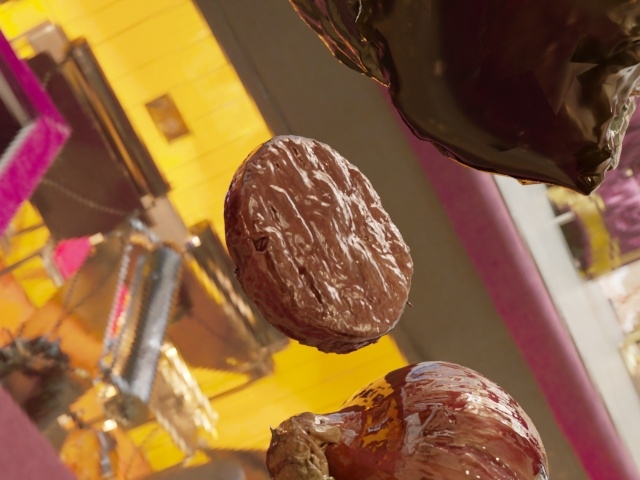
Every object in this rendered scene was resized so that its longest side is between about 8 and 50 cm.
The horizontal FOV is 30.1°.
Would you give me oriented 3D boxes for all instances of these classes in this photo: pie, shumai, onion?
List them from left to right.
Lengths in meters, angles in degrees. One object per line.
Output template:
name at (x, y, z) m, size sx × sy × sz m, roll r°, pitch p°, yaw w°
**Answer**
pie at (0.000, 0.000, 0.914) m, size 0.182 × 0.049 × 0.182 m, roll 26°, pitch 47°, yaw -33°
onion at (0.104, 0.313, 1.322) m, size 0.353 × 0.353 × 0.353 m, roll 58°, pitch 16°, yaw -28°
shumai at (0.129, -0.148, 0.564) m, size 0.309 × 0.304 × 0.263 m, roll 92°, pitch -7°, yaw -46°
